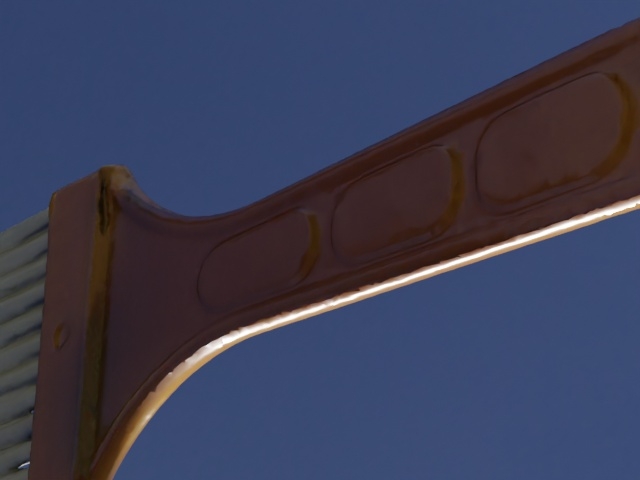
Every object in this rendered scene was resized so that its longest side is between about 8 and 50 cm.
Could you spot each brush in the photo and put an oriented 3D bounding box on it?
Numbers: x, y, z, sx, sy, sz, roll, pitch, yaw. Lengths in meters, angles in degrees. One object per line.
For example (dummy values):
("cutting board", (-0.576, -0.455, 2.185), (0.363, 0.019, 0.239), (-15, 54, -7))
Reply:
("brush", (0.000, 0.000, 0.409), (0.017, 0.314, 0.090), (23, -123, -39))
